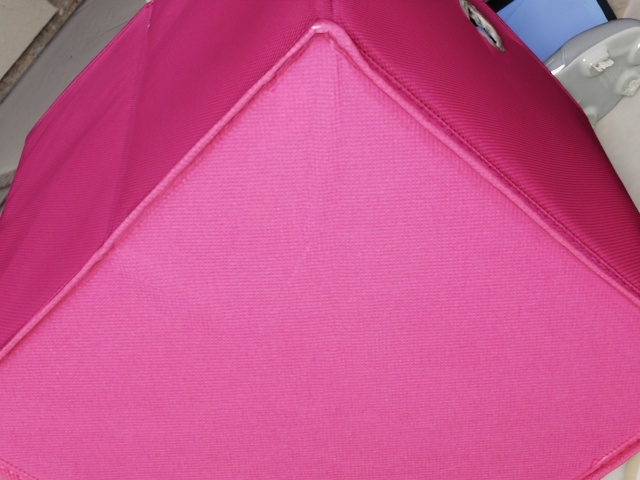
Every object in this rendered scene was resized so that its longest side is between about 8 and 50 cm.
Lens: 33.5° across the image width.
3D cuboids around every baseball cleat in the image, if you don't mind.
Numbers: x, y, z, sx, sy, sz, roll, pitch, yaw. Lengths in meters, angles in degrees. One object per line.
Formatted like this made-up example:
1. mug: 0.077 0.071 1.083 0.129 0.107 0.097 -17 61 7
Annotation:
1. baseball cleat: 0.120 -0.093 0.718 0.206 0.072 0.109 -39 48 11

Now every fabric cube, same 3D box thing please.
1. fabric cube: 0.000 0.000 0.548 0.259 0.254 0.258 -42 25 21

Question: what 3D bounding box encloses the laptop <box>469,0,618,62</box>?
1. laptop: 0.068 -0.187 0.809 0.234 0.264 0.136 -33 6 21

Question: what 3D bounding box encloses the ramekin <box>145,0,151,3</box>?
1. ramekin: -0.011 -0.295 0.953 0.303 0.303 0.148 -33 12 21

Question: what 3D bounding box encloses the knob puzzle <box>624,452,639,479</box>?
1. knob puzzle: 0.219 0.047 0.456 0.213 0.030 0.213 -34 29 21
